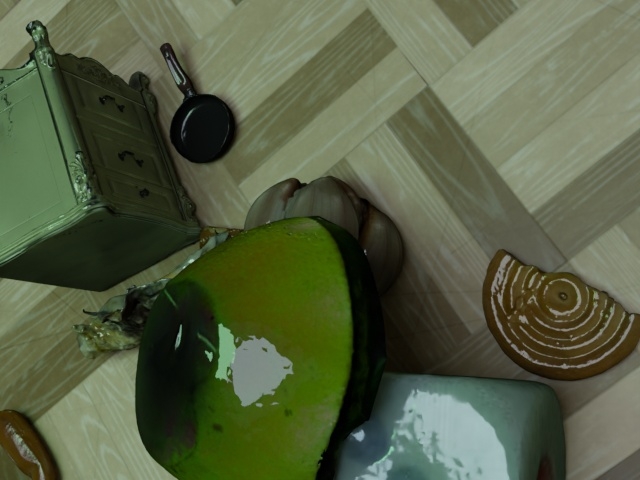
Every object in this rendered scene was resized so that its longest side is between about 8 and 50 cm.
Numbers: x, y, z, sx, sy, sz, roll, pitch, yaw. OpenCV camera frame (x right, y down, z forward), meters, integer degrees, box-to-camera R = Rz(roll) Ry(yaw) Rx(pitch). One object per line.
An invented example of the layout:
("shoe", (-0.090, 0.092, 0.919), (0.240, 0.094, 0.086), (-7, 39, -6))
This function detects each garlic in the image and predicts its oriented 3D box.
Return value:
("garlic", (0.000, 0.000, 1.424), (0.214, 0.160, 0.191), (9, 92, 28))

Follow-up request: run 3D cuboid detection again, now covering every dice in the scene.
("dice", (0.154, 0.301, 1.250), (0.262, 0.264, 0.268), (2, 84, 25))

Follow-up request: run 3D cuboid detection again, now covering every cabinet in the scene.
("cabinet", (-0.381, -0.120, 1.546), (0.227, 0.290, 0.318), (-27, 71, 20))

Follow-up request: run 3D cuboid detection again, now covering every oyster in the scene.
("oyster", (-0.250, 0.093, 1.511), (0.275, 0.271, 0.100), (-28, 81, -12))

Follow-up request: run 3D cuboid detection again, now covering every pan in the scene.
("pan", (-0.209, -0.224, 1.616), (0.115, 0.040, 0.212), (-28, 79, 19))

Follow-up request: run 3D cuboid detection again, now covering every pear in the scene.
("pear", (-0.108, 0.150, 1.222), (0.399, 0.165, 0.399), (-21, 64, 52))

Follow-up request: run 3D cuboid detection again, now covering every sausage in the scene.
("sausage", (-0.487, 0.348, 1.652), (0.183, 0.054, 0.062), (46, 134, 21))

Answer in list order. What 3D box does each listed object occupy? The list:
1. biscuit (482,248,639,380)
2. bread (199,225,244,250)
("biscuit", (0.306, 0.110, 1.337), (0.224, 0.033, 0.144), (30, 95, 26))
("bread", (-0.148, 0.002, 1.559), (0.083, 0.036, 0.047), (7, 101, 25))
